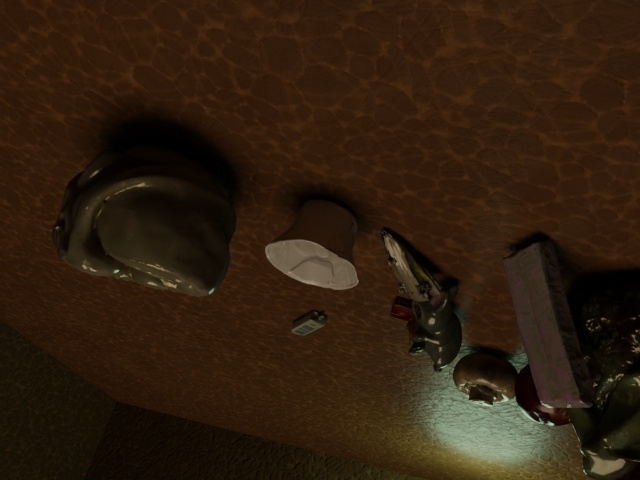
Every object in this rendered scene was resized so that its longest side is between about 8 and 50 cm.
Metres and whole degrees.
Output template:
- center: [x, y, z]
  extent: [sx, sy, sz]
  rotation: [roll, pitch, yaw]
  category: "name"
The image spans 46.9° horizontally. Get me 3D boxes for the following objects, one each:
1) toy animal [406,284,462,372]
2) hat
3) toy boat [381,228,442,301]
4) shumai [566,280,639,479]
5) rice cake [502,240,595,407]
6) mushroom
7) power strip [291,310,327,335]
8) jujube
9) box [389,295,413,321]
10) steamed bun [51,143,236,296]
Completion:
- center: [0.255, 0.169, 1.631]
  extent: [0.126, 0.127, 0.251]
  rotation: [6, 135, 10]
  category: "toy animal"
- center: [0.000, 0.000, 1.424]
  extent: [0.203, 0.126, 0.203]
  rotation: [14, 154, 7]
  category: "hat"
- center: [0.172, 0.049, 1.492]
  extent: [0.084, 0.066, 0.210]
  rotation: [7, 143, 44]
  category: "toy boat"
- center: [0.588, 0.286, 1.365]
  extent: [0.395, 0.348, 0.395]
  rotation: [18, 157, 8]
  category: "shumai"
- center: [0.405, 0.151, 1.321]
  extent: [0.050, 0.297, 0.106]
  rotation: [-12, 176, -32]
  category: "rice cake"
- center: [0.413, 0.353, 1.850]
  extent: [0.166, 0.127, 0.166]
  rotation: [19, 160, 7]
  category: "mushroom"
- center: [-0.031, 0.224, 1.994]
  extent: [0.048, 0.030, 0.191]
  rotation: [25, 154, -15]
  category: "power strip"
- center: [0.556, 0.372, 1.766]
  extent: [0.168, 0.168, 0.236]
  rotation: [4, 157, 28]
  category: "jujube"
- center: [0.194, 0.162, 1.734]
  extent: [0.052, 0.023, 0.082]
  rotation: [17, 154, 5]
  category: "box"
- center: [-0.319, -0.053, 1.392]
  extent: [0.343, 0.255, 0.368]
  rotation: [10, -172, -24]
  category: "steamed bun"
